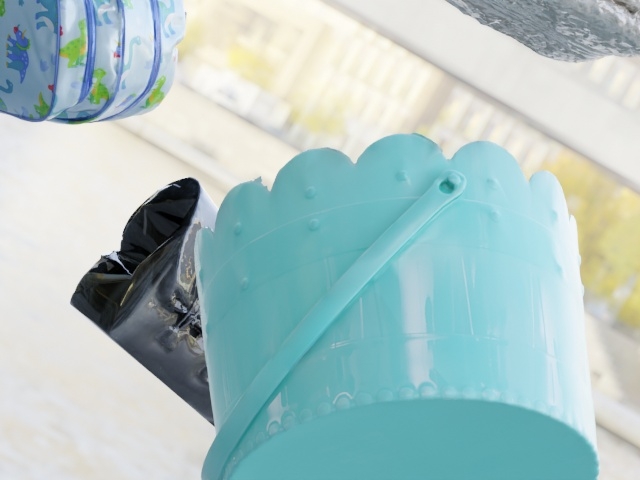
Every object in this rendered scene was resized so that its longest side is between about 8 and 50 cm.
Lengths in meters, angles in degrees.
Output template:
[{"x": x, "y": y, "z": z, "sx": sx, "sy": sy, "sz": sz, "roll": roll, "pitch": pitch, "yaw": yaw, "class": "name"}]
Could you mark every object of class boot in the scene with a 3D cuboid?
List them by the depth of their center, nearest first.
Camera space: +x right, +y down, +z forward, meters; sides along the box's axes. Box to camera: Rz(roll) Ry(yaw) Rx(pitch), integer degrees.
[{"x": -0.060, "y": 0.062, "z": 2.426, "sx": 0.146, "sy": 0.367, "sz": 0.445, "roll": 7, "pitch": -29, "yaw": 47, "class": "boot"}]

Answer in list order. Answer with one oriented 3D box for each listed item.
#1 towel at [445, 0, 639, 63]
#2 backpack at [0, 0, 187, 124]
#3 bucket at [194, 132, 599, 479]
[{"x": 0.129, "y": -0.209, "z": 1.515, "sx": 0.282, "sy": 0.049, "sz": 0.187, "roll": 27, "pitch": -5, "yaw": -18, "class": "towel"}, {"x": -0.324, "y": -0.259, "z": 2.327, "sx": 0.355, "sy": 0.290, "sz": 0.273, "roll": 18, "pitch": 15, "yaw": 22, "class": "backpack"}, {"x": 0.049, "y": 0.083, "z": 1.286, "sx": 0.281, "sy": 0.281, "sz": 0.183, "roll": 29, "pitch": 43, "yaw": -38, "class": "bucket"}]
